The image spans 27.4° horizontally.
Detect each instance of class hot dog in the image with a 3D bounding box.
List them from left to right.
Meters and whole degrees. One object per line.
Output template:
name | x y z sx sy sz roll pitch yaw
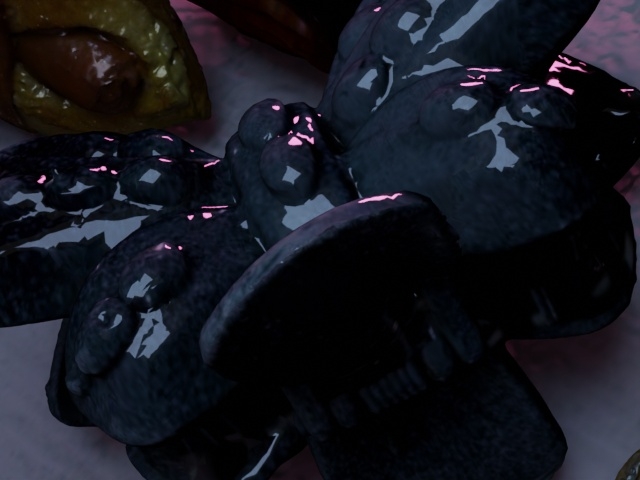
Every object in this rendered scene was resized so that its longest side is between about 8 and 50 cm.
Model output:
hot dog | -0.178 -0.126 0.714 0.261 0.123 0.093 29 49 31

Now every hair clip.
hair clip | 0.004 0.002 0.551 0.310 0.194 0.206 -28 43 5

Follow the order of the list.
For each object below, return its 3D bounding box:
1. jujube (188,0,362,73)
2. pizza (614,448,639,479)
jujube | -0.023 -0.188 0.678 0.168 0.168 0.236 -34 61 -1
pizza | 0.211 0.134 0.469 0.185 0.036 0.176 -13 59 11
